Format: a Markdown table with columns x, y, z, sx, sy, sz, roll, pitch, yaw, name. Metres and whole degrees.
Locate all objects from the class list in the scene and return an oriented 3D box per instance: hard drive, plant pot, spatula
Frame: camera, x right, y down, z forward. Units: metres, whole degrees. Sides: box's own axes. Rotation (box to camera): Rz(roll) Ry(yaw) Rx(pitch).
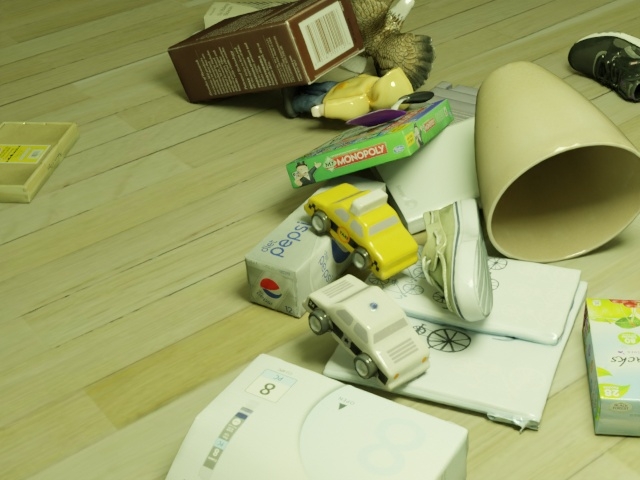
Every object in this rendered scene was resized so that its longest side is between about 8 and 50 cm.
| x | y | z | sx | sy | sz | roll | pitch | yaw | name |
| --- | --- | --- | --- | --- | --- | --- | --- | --- | --- |
| 0.260 | -0.134 | 1.743 | 0.307 | 0.040 | 0.203 | -20 | 43 | -5 | hard drive |
| 0.346 | -0.149 | 1.573 | 0.256 | 0.256 | 0.274 | -9 | 48 | -7 | plant pot |
| 0.143 | -0.240 | 1.783 | 0.084 | 0.030 | 0.296 | -17 | 9 | 32 | spatula |

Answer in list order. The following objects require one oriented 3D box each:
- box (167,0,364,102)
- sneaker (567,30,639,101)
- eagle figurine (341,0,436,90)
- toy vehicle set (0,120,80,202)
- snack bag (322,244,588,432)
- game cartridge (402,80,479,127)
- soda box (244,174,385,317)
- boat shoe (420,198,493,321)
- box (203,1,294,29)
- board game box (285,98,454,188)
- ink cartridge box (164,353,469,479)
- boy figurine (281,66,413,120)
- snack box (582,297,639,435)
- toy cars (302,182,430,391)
| x | y | z | sx | sy | sz | roll | pitch | yaw | name |
| --- | --- | --- | --- | --- | --- | --- | --- | --- | --- |
| -0.119 | -0.397 | 2.061 | 0.381 | 0.143 | 0.191 | 2 | 31 | 45 | box |
| 0.632 | -0.348 | 2.039 | 0.283 | 0.107 | 0.124 | 18 | 45 | 30 | sneaker |
| 0.134 | -0.441 | 2.100 | 0.226 | 0.225 | 0.298 | 8 | 20 | 4 | eagle figurine |
| -0.600 | -0.158 | 1.954 | 0.166 | 0.035 | 0.267 | 2 | 34 | 10 | toy vehicle set |
| 0.195 | 0.119 | 1.441 | 0.323 | 0.037 | 0.342 | 11 | 37 | 21 | snack bag |
| 0.328 | -0.208 | 1.901 | 0.355 | 0.068 | 0.230 | 19 | 44 | 32 | game cartridge |
| 0.000 | 0.000 | 1.593 | 0.098 | 0.091 | 0.286 | 16 | 39 | 28 | soda box |
| 0.197 | 0.033 | 1.467 | 0.094 | 0.109 | 0.302 | -13 | 22 | 13 | boat shoe |
| -0.132 | -0.510 | 2.377 | 0.275 | 0.094 | 0.113 | 2 | 34 | 9 | box |
| 0.095 | -0.172 | 1.735 | 0.213 | 0.046 | 0.317 | -16 | 10 | 24 | board game box |
| -0.051 | 0.308 | 1.137 | 0.308 | 0.091 | 0.385 | 17 | 38 | 29 | ink cartridge box |
| 0.053 | -0.290 | 1.980 | 0.285 | 0.092 | 0.177 | 4 | 31 | 42 | boy figurine |
| 0.444 | 0.165 | 1.312 | 0.174 | 0.070 | 0.207 | 1 | 36 | 7 | snack box |
| 0.066 | 0.036 | 1.422 | 0.176 | 0.087 | 0.394 | 7 | 42 | -7 | toy cars |
